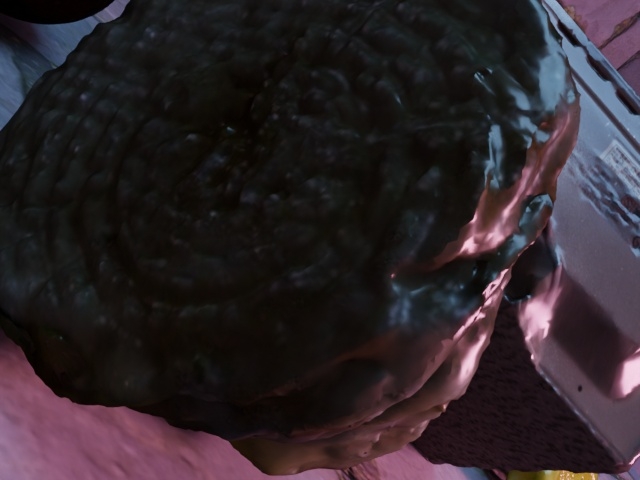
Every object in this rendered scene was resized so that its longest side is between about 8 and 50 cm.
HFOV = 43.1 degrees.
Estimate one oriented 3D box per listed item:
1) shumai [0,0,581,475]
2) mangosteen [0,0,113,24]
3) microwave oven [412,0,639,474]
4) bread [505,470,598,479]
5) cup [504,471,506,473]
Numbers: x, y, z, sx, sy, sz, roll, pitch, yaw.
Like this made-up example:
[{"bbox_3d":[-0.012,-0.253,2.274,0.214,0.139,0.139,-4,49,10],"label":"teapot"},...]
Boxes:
[{"bbox_3d":[0.000,0.000,0.475,0.309,0.304,0.263,48,-4,38],"label":"shumai"},{"bbox_3d":[-0.220,-0.312,0.716,0.215,0.257,0.215,62,-12,23],"label":"mangosteen"},{"bbox_3d":[0.105,-0.036,0.717,0.432,0.236,0.374,48,-23,-2],"label":"microwave oven"},{"bbox_3d":[0.263,0.282,0.931,0.139,0.071,0.130,-50,116,-35],"label":"bread"},{"bbox_3d":[0.252,0.254,1.045,0.129,0.095,0.128,47,-26,-25],"label":"cup"}]
